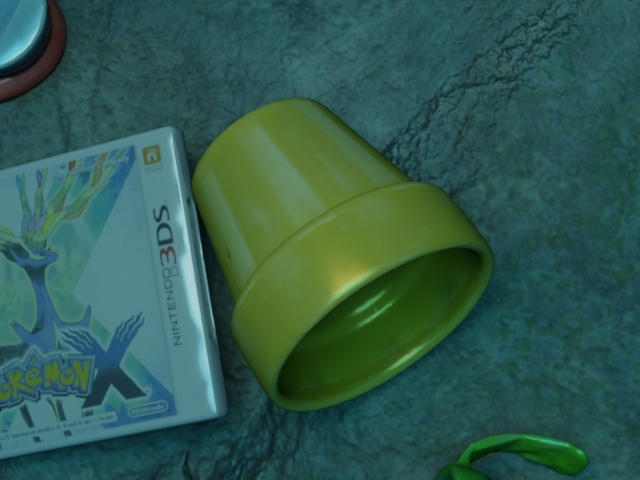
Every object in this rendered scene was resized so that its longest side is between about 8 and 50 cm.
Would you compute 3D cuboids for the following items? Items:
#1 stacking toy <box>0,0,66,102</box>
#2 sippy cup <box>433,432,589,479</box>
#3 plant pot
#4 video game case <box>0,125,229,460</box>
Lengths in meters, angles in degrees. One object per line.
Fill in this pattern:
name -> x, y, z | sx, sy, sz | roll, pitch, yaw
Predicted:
stacking toy -> -0.430, -0.297, 1.445 | 0.280, 0.130, 0.308 | -15, 80, 3
sippy cup -> 0.198, 0.347, 1.255 | 0.224, 0.240, 0.305 | 15, 93, -4
plant pot -> 0.000, 0.000, 1.316 | 0.254, 0.254, 0.239 | -36, 64, 0
video game case -> -0.271, 0.063, 1.390 | 0.329, 0.036, 0.299 | -13, 81, 17
